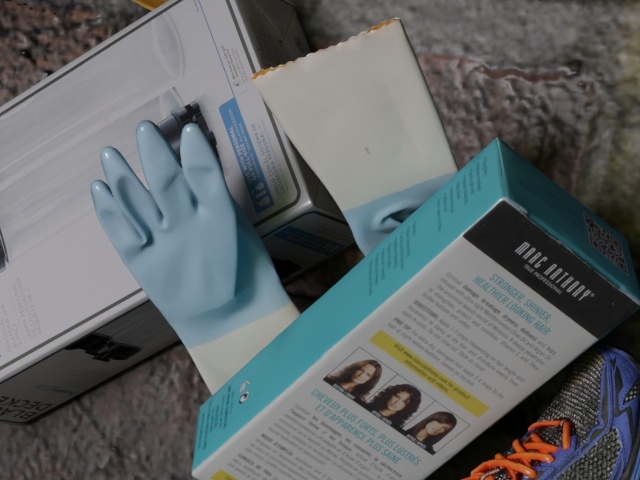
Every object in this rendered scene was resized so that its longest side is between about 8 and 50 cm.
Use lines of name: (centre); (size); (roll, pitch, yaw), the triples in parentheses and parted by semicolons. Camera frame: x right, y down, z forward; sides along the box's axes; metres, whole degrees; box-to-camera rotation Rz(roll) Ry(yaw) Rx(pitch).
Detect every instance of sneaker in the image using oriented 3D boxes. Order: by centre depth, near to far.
sneaker: (0.095, 0.145, 0.858); (0.221, 0.087, 0.083); (-58, 16, -8)

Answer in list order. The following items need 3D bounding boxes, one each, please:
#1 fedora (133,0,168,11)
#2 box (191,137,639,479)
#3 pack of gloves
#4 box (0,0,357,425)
fedora: (-0.087, -0.235, 1.056); (0.194, 0.079, 0.194); (-5, 80, 27)
box: (0.045, 0.063, 0.893); (0.244, 0.100, 0.060); (-43, 25, 26)
pack of gloves: (0.000, 0.000, 0.916); (0.195, 0.232, 0.046); (-21, 31, 14)
box: (-0.127, -0.019, 1.036); (0.290, 0.087, 0.169); (-28, 69, 22)
